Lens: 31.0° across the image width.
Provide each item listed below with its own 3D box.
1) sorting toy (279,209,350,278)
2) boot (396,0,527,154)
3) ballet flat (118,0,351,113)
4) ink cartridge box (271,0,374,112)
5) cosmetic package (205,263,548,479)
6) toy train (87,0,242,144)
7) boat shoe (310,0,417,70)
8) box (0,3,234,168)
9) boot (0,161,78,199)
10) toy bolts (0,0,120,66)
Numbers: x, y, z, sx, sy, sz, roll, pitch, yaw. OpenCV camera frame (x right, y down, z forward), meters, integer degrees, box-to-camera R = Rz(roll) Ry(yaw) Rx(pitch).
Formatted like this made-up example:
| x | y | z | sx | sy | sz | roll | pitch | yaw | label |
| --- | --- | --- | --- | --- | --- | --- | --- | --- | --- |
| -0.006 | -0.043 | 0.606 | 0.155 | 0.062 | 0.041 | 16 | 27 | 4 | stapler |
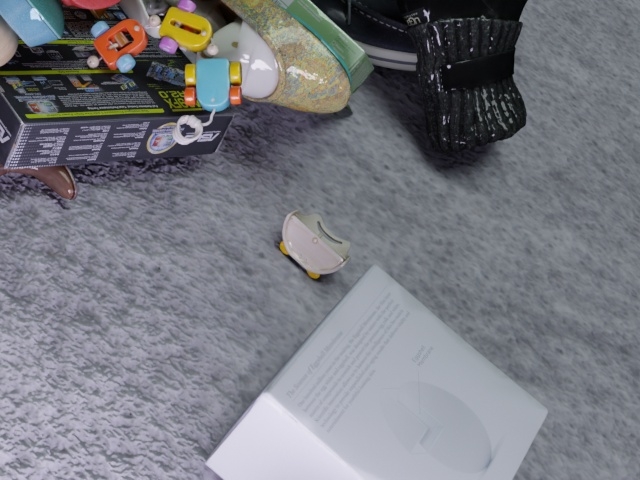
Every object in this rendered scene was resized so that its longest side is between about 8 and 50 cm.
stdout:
| x | y | z | sx | sy | sz | roll | pitch | yaw | label |
| --- | --- | --- | --- | --- | --- | --- | --- | --- | --- |
| 0.000 | 0.000 | 1.291 | 0.083 | 0.045 | 0.075 | 42 | 33 | 6 | sorting toy |
| 0.247 | -0.284 | 1.565 | 0.348 | 0.131 | 0.260 | -27 | 103 | -27 | boot |
| -0.125 | -0.238 | 1.269 | 0.348 | 0.123 | 0.123 | 41 | 40 | 10 | ballet flat |
| -0.013 | -0.244 | 1.400 | 0.171 | 0.056 | 0.235 | 43 | 4 | 7 | ink cartridge box |
| 0.056 | 0.183 | 1.077 | 0.224 | 0.138 | 0.224 | 42 | 42 | 2 | cosmetic package |
| -0.154 | -0.176 | 1.191 | 0.125 | 0.046 | 0.166 | -40 | 78 | -6 | toy train |
| -0.011 | -0.402 | 1.576 | 0.500 | 0.156 | 0.187 | 33 | 38 | -8 | boat shoe |
| -0.256 | -0.174 | 1.219 | 0.270 | 0.060 | 0.216 | -10 | 52 | -46 | box |
| -0.309 | -0.061 | 1.126 | 0.106 | 0.037 | 0.114 | 44 | 41 | 13 | boot |
| -0.305 | -0.248 | 1.146 | 0.228 | 0.158 | 0.218 | 47 | -6 | 40 | toy bolts |
